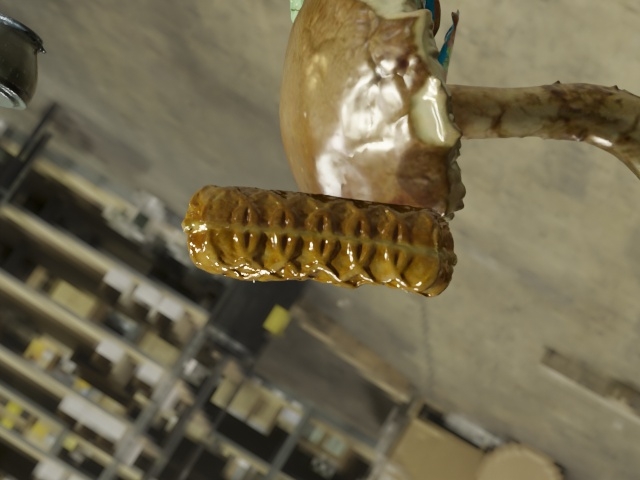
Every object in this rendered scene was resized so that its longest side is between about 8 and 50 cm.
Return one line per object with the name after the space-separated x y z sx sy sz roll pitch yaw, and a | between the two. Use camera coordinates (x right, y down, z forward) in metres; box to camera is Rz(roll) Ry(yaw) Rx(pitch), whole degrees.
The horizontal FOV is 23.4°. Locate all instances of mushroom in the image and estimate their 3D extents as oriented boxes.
0.103 -0.077 1.075 0.301 0.233 0.208 10 144 -36 | mushroom

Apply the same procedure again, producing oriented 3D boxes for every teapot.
-0.243 -0.138 1.134 0.088 0.057 0.066 26 166 3 | teapot

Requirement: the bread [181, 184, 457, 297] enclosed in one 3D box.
0.000 0.000 0.871 0.157 0.052 0.044 7 156 -3 | bread

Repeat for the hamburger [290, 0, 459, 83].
0.044 -0.257 1.805 0.150 0.276 0.260 -24 146 36 | hamburger
